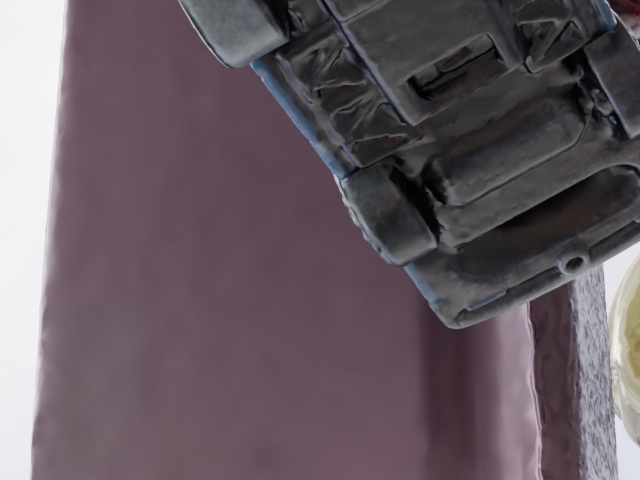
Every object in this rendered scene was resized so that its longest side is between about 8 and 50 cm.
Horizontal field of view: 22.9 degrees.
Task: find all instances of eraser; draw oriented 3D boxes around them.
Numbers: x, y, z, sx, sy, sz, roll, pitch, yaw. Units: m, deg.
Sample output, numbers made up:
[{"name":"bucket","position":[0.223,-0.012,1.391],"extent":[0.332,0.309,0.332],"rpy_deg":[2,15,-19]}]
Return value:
[{"name":"eraser","position":[0.000,0.000,0.793],"extent":[0.272,0.122,0.359],"rpy_deg":[-9,-114,19]}]

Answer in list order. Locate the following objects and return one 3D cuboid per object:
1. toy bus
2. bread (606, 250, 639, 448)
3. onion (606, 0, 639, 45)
[{"name":"toy bus","position":[0.030,-0.087,0.521],"extent":[0.116,0.234,0.133],"rpy_deg":[-30,-133,9]},{"name":"bread","position":[0.403,0.105,1.413],"extent":[0.333,0.160,0.333],"rpy_deg":[-18,-141,15]},{"name":"onion","position":[0.188,-0.187,1.032],"extent":[0.283,0.120,0.227],"rpy_deg":[40,-169,37]}]
